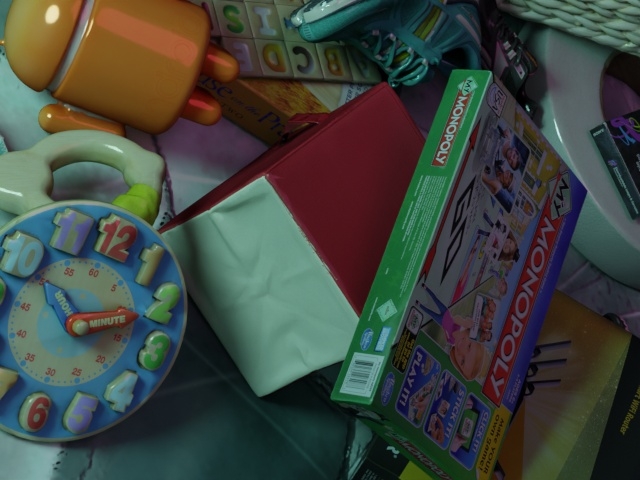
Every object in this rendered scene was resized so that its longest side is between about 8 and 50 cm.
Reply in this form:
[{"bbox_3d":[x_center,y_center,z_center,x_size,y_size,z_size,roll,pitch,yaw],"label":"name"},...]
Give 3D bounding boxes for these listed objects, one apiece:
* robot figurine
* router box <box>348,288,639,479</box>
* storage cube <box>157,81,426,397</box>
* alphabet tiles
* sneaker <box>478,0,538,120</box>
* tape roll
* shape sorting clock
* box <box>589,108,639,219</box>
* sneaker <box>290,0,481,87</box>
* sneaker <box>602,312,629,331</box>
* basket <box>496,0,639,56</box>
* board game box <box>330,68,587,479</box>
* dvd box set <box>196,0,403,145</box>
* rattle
[{"bbox_3d":[-0.183,-0.174,1.436,0.219,0.158,0.128,20,49,-19],"label":"robot figurine"},{"bbox_3d":[0.195,0.184,1.581,0.243,0.081,0.309,30,49,3],"label":"router box"},{"bbox_3d":[0.000,0.000,1.488,0.193,0.183,0.215,-40,100,-43],"label":"storage cube"},{"bbox_3d":[-0.051,-0.250,1.597,0.237,0.009,0.198,-2,72,-42],"label":"alphabet tiles"},{"bbox_3d":[0.201,-0.205,1.779,0.072,0.077,0.178,-54,138,-47],"label":"sneaker"},{"bbox_3d":[0.387,-0.127,1.952,0.392,0.072,0.392,18,59,-34],"label":"tape roll"},{"bbox_3d":[-0.202,0.067,1.322,0.206,0.040,0.206,-7,105,-30],"label":"shape sorting clock"},{"bbox_3d":[0.387,-0.097,1.870,0.162,0.029,0.116,-20,83,-45],"label":"box"},{"bbox_3d":[0.082,-0.209,1.619,0.275,0.107,0.110,-5,84,-50],"label":"sneaker"},{"bbox_3d":[0.303,0.123,1.788,0.057,0.047,0.119,29,52,-13],"label":"sneaker"},{"bbox_3d":[0.297,-0.426,1.820,0.331,0.266,0.328,15,54,-18],"label":"basket"},{"bbox_3d":[0.131,0.039,1.428,0.213,0.046,0.317,42,62,-46],"label":"board game box"},{"bbox_3d":[-0.084,-0.276,1.630,0.420,0.062,0.308,33,52,-25],"label":"dvd box set"},{"bbox_3d":[-0.237,-0.028,1.412,0.199,0.143,0.130,6,63,-1],"label":"rattle"}]
